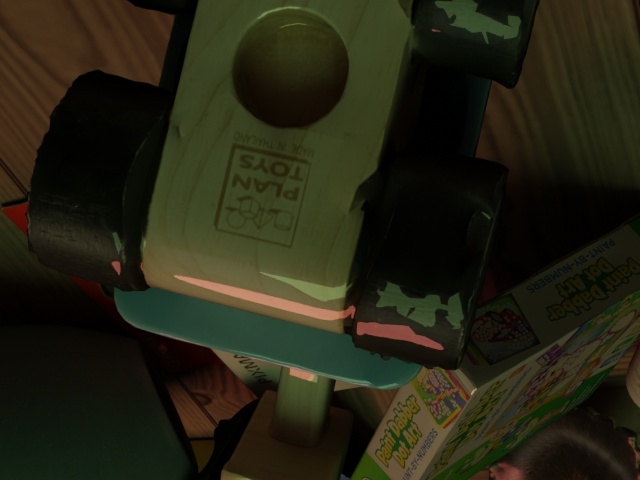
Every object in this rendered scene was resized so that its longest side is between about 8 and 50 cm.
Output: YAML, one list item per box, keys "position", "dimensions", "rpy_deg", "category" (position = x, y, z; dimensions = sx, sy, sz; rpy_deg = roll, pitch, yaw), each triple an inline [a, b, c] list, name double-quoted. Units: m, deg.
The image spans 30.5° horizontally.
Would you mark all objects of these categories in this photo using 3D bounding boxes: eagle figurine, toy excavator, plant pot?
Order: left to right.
- position: [-0.226, 0.192, 1.065]
  dimensions: [0.195, 0.290, 0.290]
  rpy_deg: [-24, 140, -6]
  category: "plant pot"
- position: [0.000, 0.000, 0.749]
  dimensions: [0.222, 0.433, 0.445]
  rpy_deg: [13, 180, 9]
  category: "toy excavator"
- position: [0.263, 0.290, 1.167]
  dimensions: [0.298, 0.225, 0.226]
  rpy_deg: [-56, 157, 19]
  category: "eagle figurine"

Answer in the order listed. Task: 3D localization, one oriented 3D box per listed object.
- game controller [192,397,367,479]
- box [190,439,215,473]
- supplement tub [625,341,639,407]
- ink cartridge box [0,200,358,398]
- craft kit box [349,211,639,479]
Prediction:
- position: [-0.022, 0.258, 1.129]
  dimensions: [0.067, 0.166, 0.319]
  rpy_deg: [18, 169, 36]
  category: "game controller"
- position: [-0.152, 0.261, 1.277]
  dimensions: [0.232, 0.058, 0.087]
  rpy_deg: [-6, 140, 19]
  category: "box"
- position: [0.297, 0.093, 0.962]
  dimensions: [0.071, 0.071, 0.107]
  rpy_deg: [7, 143, 2]
  category: "supplement tub"
- position: [-0.106, 0.047, 0.995]
  dimensions: [0.238, 0.060, 0.275]
  rpy_deg: [-13, 137, 24]
  category: "ink cartridge box"
- position: [0.152, 0.099, 0.891]
  dimensions: [0.246, 0.061, 0.250]
  rpy_deg: [-24, 153, -28]
  category: "craft kit box"
